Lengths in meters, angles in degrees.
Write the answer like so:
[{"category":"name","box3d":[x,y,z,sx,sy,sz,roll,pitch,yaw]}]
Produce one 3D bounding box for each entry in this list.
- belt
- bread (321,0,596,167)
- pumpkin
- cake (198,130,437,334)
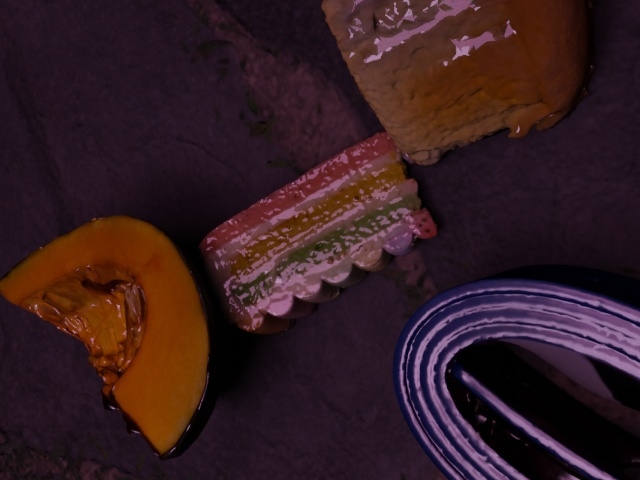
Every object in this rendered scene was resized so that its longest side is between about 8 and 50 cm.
[{"category":"belt","box3d":[0.229,0.142,0.775,0.347,0.117,0.212,29,107,26]},{"category":"bread","box3d":[0.112,-0.198,0.798,0.204,0.162,0.262,-20,97,17]},{"category":"pumpkin","box3d":[-0.164,0.063,0.976,0.312,0.148,0.169,34,99,33]},{"category":"cake","box3d":[-0.011,0.000,0.915,0.225,0.090,0.109,-34,73,25]}]
